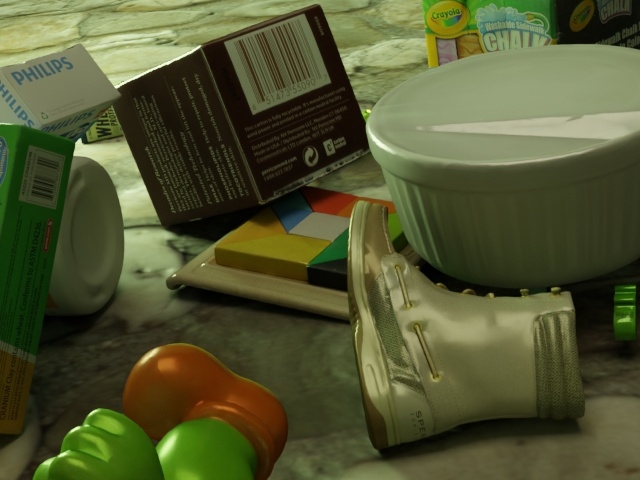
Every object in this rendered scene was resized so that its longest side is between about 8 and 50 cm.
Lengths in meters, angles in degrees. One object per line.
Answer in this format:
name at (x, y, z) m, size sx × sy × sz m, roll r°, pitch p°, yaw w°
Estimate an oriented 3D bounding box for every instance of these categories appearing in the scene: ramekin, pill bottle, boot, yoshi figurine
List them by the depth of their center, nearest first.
yoshi figurine at (-0.127, 0.200, 0.566) m, size 0.203 × 0.204 × 0.362 m, roll -21°, pitch 24°, yaw 13°
boot at (0.105, 0.051, 0.873) m, size 0.165 × 0.077 × 0.213 m, roll -8°, pitch 50°, yaw 2°
ramekin at (0.180, -0.064, 0.984) m, size 0.272 × 0.127 × 0.273 m, roll -9°, pitch 25°, yaw 4°
pill bottle at (-0.341, -0.001, 1.114) m, size 0.272 × 0.152 × 0.152 m, roll -2°, pitch 24°, yaw 15°

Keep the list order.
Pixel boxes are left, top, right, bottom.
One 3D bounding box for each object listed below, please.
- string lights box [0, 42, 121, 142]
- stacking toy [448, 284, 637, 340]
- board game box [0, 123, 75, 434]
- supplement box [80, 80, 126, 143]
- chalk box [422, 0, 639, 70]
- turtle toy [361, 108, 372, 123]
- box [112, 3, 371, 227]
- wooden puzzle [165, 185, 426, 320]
string lights box at (-0.344, -0.095, 1.236) m, size 0.259 × 0.077 × 0.133 m, roll -38°, pitch -1°, yaw 34°
stacking toy at (0.186, 0.031, 0.992) m, size 0.167 × 0.052 × 0.221 m, roll -4°, pitch 26°, yaw 16°
board game box at (-0.364, 0.017, 0.983) m, size 0.316 × 0.242 × 0.064 m, roll 6°, pitch -6°, yaw 32°
supplement box at (-0.304, -0.182, 1.628) m, size 0.083 × 0.056 × 0.083 m, roll -13°, pitch 24°, yaw -11°
chalk box at (0.232, -0.216, 1.228) m, size 0.180 × 0.289 × 0.179 m, roll -28°, pitch 30°, yaw -37°
turtle toy at (0.008, -0.136, 1.402) m, size 0.095 × 0.066 × 0.130 m, roll 5°, pitch 11°, yaw -32°
box at (-0.086, -0.129, 1.228) m, size 0.168 × 0.167 × 0.203 m, roll -28°, pitch 10°, yaw -36°
wooden puzzle at (0.000, 0.000, 1.127) m, size 0.238 × 0.044 × 0.221 m, roll 6°, pitch 28°, yaw 30°
